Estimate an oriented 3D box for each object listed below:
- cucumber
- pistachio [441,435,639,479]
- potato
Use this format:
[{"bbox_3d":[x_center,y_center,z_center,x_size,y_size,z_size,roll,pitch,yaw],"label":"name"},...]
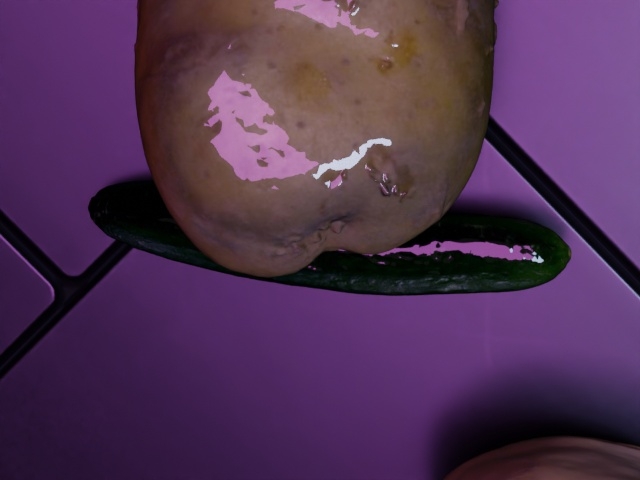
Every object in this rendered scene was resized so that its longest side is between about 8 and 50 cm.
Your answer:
[{"bbox_3d":[0.000,0.000,0.942,0.284,0.056,0.056,6,103,8],"label":"cucumber"},{"bbox_3d":[0.195,0.210,0.908,0.299,0.187,0.187,18,103,-4],"label":"pistachio"},{"bbox_3d":[-0.001,-0.127,0.868,0.192,0.141,0.296,4,92,-8],"label":"potato"}]
